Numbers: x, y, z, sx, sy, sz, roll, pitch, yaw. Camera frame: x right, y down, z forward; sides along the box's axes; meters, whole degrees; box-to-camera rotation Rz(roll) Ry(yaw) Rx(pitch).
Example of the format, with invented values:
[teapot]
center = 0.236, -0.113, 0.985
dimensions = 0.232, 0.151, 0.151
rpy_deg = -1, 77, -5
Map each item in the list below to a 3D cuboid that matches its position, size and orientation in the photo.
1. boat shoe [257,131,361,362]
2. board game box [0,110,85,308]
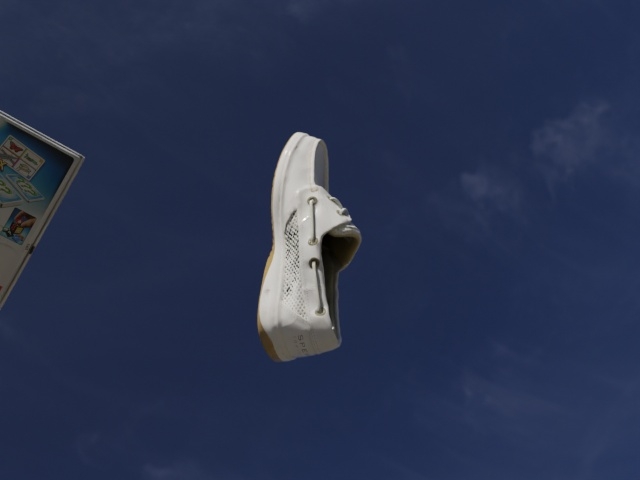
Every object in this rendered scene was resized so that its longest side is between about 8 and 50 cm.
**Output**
[boat shoe]
center = 0.000, 0.000, 0.879
dimensions = 0.098, 0.096, 0.277
rpy_deg = 56, -147, -55
[board game box]
center = -0.398, -0.068, 0.729
dimensions = 0.305, 0.053, 0.193
rpy_deg = 30, -93, -17
